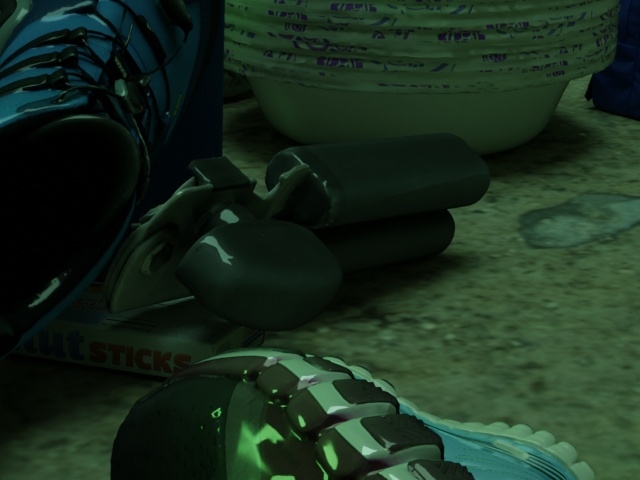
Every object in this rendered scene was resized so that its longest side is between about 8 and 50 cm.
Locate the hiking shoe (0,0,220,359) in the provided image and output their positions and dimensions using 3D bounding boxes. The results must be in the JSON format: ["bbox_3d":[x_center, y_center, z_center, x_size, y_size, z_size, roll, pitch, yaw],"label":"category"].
[{"bbox_3d":[-0.108,-0.035,0.812,0.132,0.113,0.304,-10,36,41],"label":"hiking shoe"}]

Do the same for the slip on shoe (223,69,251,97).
[{"bbox_3d":[-0.140,-0.151,1.342,0.101,0.123,0.331,12,24,42],"label":"slip on shoe"}]

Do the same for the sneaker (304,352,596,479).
[{"bbox_3d":[0.013,0.086,0.657,0.162,0.063,0.073,9,22,25],"label":"sneaker"}]

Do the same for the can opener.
[{"bbox_3d":[0.000,0.000,0.903,0.093,0.074,0.280,45,28,17],"label":"can opener"}]

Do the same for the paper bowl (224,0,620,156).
[{"bbox_3d":[0.059,-0.145,1.268,0.284,0.148,0.284,1,18,0],"label":"paper bowl"}]

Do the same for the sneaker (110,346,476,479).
[{"bbox_3d":[-0.027,0.115,0.494,0.162,0.106,0.281,-13,23,-32],"label":"sneaker"}]

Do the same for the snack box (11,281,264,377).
[{"bbox_3d":[-0.120,0.036,0.875,0.178,0.022,0.064,7,17,19],"label":"snack box"}]

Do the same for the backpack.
[{"bbox_3d":[0.262,-0.153,1.357,0.098,0.120,0.101,-14,22,-42],"label":"backpack"}]

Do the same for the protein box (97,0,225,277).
[{"bbox_3d":[-0.146,-0.102,1.022,0.136,0.200,0.201,-4,17,-21],"label":"protein box"}]
